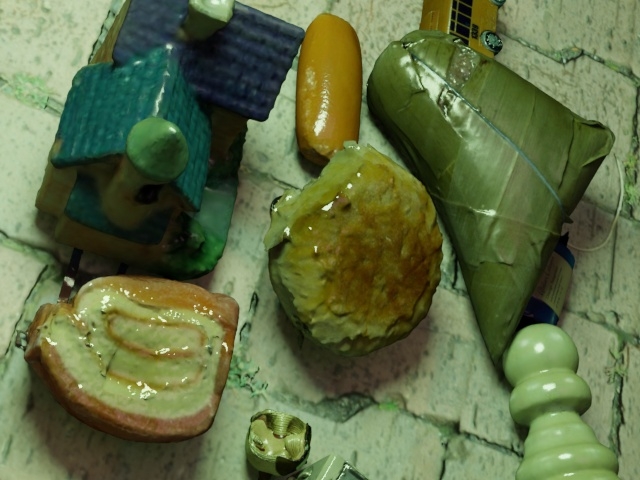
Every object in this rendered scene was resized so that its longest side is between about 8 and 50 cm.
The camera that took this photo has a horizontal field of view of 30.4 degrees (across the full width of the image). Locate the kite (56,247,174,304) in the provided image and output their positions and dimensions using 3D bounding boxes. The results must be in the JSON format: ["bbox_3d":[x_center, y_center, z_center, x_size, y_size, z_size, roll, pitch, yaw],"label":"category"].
[{"bbox_3d":[-0.215,-0.047,1.452,0.204,0.022,0.360,22,57,-20],"label":"kite"}]

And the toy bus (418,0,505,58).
[{"bbox_3d":[0.208,-0.321,1.783,0.114,0.098,0.201,21,57,-19],"label":"toy bus"}]

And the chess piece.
[{"bbox_3d":[0.307,0.232,1.560,0.144,0.144,0.251,7,57,-27],"label":"chess piece"}]

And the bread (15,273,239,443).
[{"bbox_3d":[-0.210,0.126,1.303,0.244,0.123,0.190,11,78,-19],"label":"bread"}]

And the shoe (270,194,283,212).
[{"bbox_3d":[0.000,0.000,1.536,0.062,0.053,0.159,-33,88,-34],"label":"shoe"}]

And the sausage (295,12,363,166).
[{"bbox_3d":[0.011,-0.209,1.620,0.098,0.098,0.238,16,62,-23],"label":"sausage"}]

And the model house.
[{"bbox_3d":[-0.162,-0.151,1.351,0.245,0.280,0.312,22,54,-19],"label":"model house"}]

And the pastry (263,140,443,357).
[{"bbox_3d":[0.044,0.019,1.471,0.257,0.121,0.235,-49,121,-23],"label":"pastry"}]

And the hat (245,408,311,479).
[{"bbox_3d":[-0.052,0.244,1.380,0.076,0.059,0.077,14,39,-3],"label":"hat"}]

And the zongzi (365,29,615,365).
[{"bbox_3d":[0.182,-0.079,1.623,0.356,0.174,0.393,32,67,-5],"label":"zongzi"}]

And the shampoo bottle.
[{"bbox_3d":[0.319,0.054,1.695,0.087,0.050,0.183,33,55,-12],"label":"shampoo bottle"}]

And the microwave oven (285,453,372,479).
[{"bbox_3d":[0.003,0.392,1.291,0.194,0.145,0.240,38,53,-6],"label":"microwave oven"}]
